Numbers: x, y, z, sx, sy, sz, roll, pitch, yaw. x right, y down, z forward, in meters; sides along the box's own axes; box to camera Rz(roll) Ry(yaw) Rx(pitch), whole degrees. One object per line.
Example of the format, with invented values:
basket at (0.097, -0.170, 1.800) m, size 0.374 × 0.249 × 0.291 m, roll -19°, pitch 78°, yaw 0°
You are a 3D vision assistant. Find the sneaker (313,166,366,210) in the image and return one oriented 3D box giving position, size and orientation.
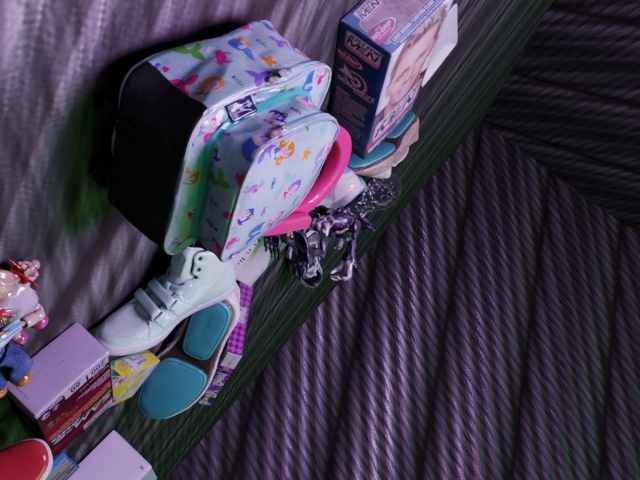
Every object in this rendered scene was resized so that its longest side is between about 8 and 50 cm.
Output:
sneaker at (0.003, -0.102, 1.431) m, size 0.229 × 0.092 × 0.087 m, roll -34°, pitch -175°, yaw 38°

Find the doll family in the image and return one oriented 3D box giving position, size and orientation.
doll family at (-0.356, 0.136, 0.595) m, size 0.263 × 0.118 × 0.163 m, roll -45°, pitch 168°, yaw -27°

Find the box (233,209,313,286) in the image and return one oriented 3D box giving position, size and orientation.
box at (-0.119, -0.024, 1.234) m, size 0.232 × 0.058 × 0.322 m, roll -50°, pitch 171°, yaw -5°

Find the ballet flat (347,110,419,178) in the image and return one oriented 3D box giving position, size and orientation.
ballet flat at (0.173, -0.227, 1.587) m, size 0.316 × 0.108 × 0.106 m, roll -43°, pitch 137°, yaw -34°

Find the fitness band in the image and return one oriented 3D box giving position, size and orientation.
fitness band at (-0.052, -0.113, 1.031) m, size 0.291 × 0.054 × 0.208 m, roll -14°, pitch 130°, yaw -54°

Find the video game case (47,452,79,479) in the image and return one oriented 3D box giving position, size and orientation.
video game case at (-0.577, 0.514, 1.287) m, size 0.119 × 0.015 × 0.166 m, roll -46°, pitch 169°, yaw -28°

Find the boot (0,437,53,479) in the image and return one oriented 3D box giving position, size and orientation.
boot at (-0.486, 0.343, 0.794) m, size 0.244 × 0.088 × 0.176 m, roll -32°, pitch 161°, yaw -21°

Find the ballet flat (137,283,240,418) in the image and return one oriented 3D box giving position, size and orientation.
ballet flat at (-0.278, 0.238, 1.340) m, size 0.400 × 0.139 × 0.139 m, roll -57°, pitch 168°, yaw 27°

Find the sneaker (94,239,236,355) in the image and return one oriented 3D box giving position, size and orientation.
sneaker at (-0.248, 0.067, 0.954) m, size 0.256 × 0.094 × 0.151 m, roll -32°, pitch 144°, yaw -33°

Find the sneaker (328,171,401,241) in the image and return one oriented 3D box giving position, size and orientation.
sneaker at (0.116, -0.111, 1.799) m, size 0.286 × 0.109 × 0.130 m, roll -37°, pitch -161°, yaw -15°

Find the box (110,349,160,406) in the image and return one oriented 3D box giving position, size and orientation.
box at (-0.391, 0.272, 1.159) m, size 0.105 × 0.043 × 0.179 m, roll -51°, pitch 172°, yaw 6°

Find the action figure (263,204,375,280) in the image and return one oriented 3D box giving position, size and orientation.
action figure at (0.000, 0.000, 1.259) m, size 0.276 × 0.164 × 0.140 m, roll -18°, pitch 126°, yaw -55°

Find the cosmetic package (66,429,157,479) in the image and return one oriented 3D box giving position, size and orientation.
cosmetic package at (-0.532, 0.608, 1.470) m, size 0.224 × 0.138 × 0.224 m, roll -45°, pitch 170°, yaw -28°

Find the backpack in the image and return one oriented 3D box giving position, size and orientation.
backpack at (-0.093, -0.118, 0.683) m, size 0.253 × 0.191 × 0.225 m, roll -48°, pitch 170°, yaw -42°

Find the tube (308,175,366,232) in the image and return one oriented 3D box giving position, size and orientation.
tube at (0.039, -0.101, 1.698) m, size 0.207 × 0.052 × 0.080 m, roll -43°, pitch 167°, yaw -9°

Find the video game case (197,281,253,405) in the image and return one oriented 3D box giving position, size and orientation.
video game case at (-0.229, 0.244, 1.454) m, size 0.232 × 0.042 × 0.210 m, roll -88°, pitch -156°, yaw -51°

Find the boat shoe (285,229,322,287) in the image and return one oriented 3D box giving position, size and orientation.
boat shoe at (-0.031, 0.060, 1.770) m, size 0.116 × 0.099 × 0.319 m, roll -37°, pitch 167°, yaw -15°

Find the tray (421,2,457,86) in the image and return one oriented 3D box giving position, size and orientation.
tray at (0.269, -0.462, 1.440) m, size 0.145 × 0.030 × 0.270 m, roll -53°, pitch 170°, yaw 8°

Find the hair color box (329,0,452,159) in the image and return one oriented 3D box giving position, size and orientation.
hair color box at (0.114, -0.308, 1.098) m, size 0.174 × 0.105 × 0.347 m, roll -48°, pitch 169°, yaw -17°

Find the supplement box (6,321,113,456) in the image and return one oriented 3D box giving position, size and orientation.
supplement box at (-0.393, 0.236, 0.928) m, size 0.130 × 0.073 × 0.239 m, roll -45°, pitch 169°, yaw -33°
